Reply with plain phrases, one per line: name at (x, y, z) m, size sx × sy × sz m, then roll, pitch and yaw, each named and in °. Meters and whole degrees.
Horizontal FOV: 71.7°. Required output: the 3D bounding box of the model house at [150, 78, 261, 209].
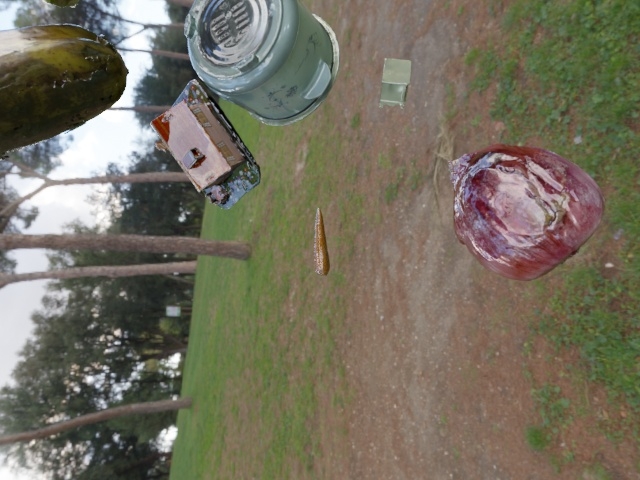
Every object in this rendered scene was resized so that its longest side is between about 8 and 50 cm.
model house at (-0.311, -0.206, 1.068) m, size 0.207 × 0.154 × 0.293 m, roll -32°, pitch 94°, yaw 39°

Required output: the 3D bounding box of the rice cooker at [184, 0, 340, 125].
rice cooker at (-0.113, -0.396, 0.939) m, size 0.264 × 0.317 × 0.316 m, roll -60°, pitch 20°, yaw 10°

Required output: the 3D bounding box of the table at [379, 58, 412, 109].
table at (0.174, -0.363, 1.033) m, size 0.083 × 0.063 × 0.079 m, roll 87°, pitch -167°, yaw -62°

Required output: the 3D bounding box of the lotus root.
lotus root at (-0.520, -0.252, 0.745) m, size 0.196 × 0.398 × 0.179 m, roll 35°, pitch 146°, yaw 39°

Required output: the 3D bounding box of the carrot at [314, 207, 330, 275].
carrot at (0.000, 0.000, 1.312) m, size 0.048 × 0.048 × 0.216 m, roll 128°, pitch 141°, yaw -66°

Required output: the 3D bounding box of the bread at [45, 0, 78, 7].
bread at (-0.486, -0.481, 0.777) m, size 0.129 × 0.115 × 0.111 m, roll -107°, pitch 35°, yaw -69°

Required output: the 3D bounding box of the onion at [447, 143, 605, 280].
onion at (0.319, -0.073, 0.767) m, size 0.227 × 0.120 × 0.283 m, roll -51°, pitch 59°, yaw 10°
